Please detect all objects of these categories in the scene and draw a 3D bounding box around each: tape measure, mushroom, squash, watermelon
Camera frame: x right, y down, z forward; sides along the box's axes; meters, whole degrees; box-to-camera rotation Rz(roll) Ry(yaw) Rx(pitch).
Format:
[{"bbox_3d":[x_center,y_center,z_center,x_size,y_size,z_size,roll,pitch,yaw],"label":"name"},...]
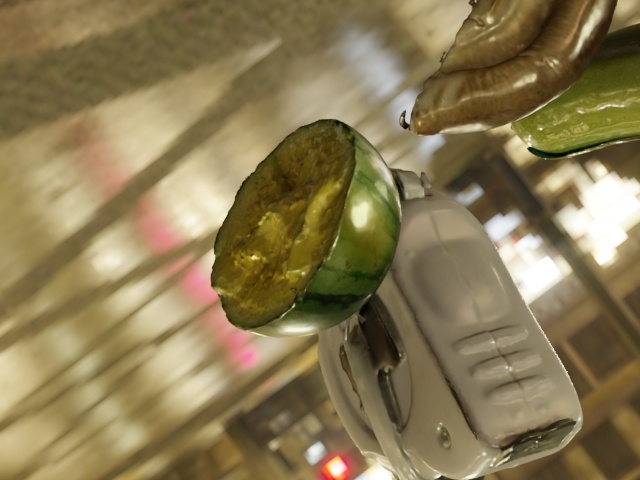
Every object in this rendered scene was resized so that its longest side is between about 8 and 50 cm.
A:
[{"bbox_3d":[0.071,0.076,1.292,0.120,0.236,0.197,-14,153,-25],"label":"tape measure"},{"bbox_3d":[0.142,-0.143,1.274,0.209,0.094,0.072,-60,151,-16],"label":"mushroom"},{"bbox_3d":[0.264,-0.126,1.429,0.094,0.094,0.341,-34,-167,-31],"label":"squash"},{"bbox_3d":[0.000,0.000,0.846,0.105,0.062,0.105,-42,-148,34],"label":"watermelon"}]
